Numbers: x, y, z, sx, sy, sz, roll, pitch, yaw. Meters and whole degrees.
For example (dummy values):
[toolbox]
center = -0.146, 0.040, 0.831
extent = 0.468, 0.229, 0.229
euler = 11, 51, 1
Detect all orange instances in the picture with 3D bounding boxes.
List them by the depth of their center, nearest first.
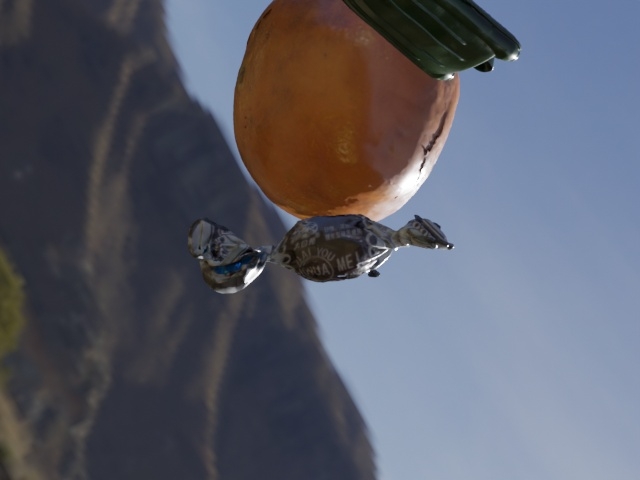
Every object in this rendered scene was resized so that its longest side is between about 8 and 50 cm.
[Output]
[orange]
center = 0.022, -0.153, 2.074
extent = 0.284, 0.226, 0.283
euler = -167, -90, -78

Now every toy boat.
[toy boat]
center = 0.081, -0.199, 1.653
extent = 0.104, 0.052, 0.210
euler = -11, -37, 45

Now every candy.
[candy]
center = 0.000, 0.000, 1.649
extent = 0.094, 0.226, 0.051
euler = -89, 175, -54
